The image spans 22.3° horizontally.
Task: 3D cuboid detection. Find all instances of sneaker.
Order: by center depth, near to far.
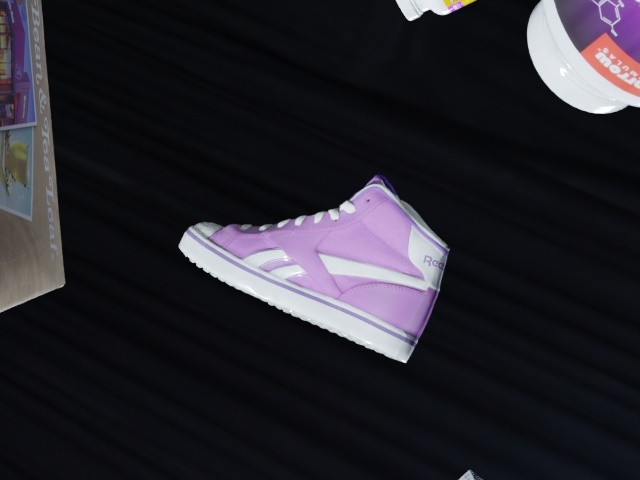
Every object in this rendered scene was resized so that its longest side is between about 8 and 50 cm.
[{"bbox_3d":[0.001,0.000,1.602,0.102,0.282,0.161,29,83,-63],"label":"sneaker"}]

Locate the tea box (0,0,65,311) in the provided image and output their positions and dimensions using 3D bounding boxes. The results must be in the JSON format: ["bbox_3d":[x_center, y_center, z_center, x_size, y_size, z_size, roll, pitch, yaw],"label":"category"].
[{"bbox_3d":[-0.358,-0.109,1.033,0.220,0.324,0.329,-33,119,-77],"label":"tea box"}]

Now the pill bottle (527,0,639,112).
[{"bbox_3d":[0.305,-0.225,1.332,0.181,0.181,0.323,-43,-179,-32],"label":"pill bottle"}]

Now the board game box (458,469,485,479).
[{"bbox_3d":[0.154,0.244,1.173,0.103,0.154,0.026,37,106,-29],"label":"board game box"}]

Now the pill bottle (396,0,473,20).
[{"bbox_3d":[0.087,-0.169,1.018,0.083,0.043,0.043,-25,156,15],"label":"pill bottle"}]
